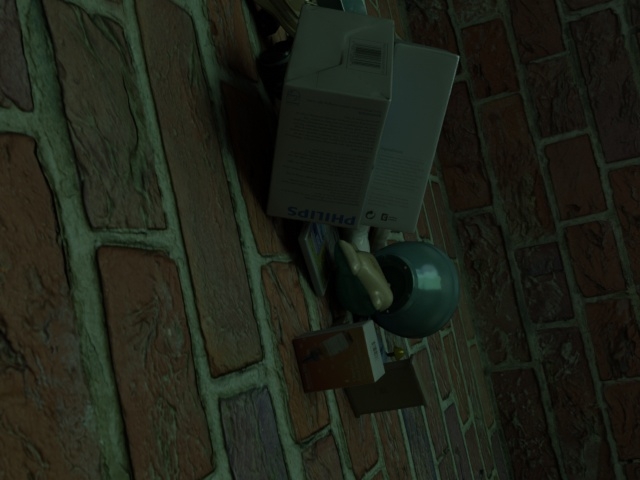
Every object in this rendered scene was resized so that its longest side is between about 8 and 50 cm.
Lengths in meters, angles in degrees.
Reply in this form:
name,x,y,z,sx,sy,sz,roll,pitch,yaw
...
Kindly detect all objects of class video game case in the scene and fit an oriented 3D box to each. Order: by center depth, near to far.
name,x,y,z,sx,sy,sz,roll,pitch,yaw
video game case,0.000,0.000,1.809,0.212,0.023,0.193,74,26,-44

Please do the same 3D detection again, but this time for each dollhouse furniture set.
name,x,y,z,sx,sy,sz,roll,pitch,yaw
dollhouse furniture set,0.177,0.279,1.943,0.303,0.198,0.286,-61,134,-62

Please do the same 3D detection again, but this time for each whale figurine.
name,x,y,z,sx,sy,sz,roll,pitch,yaw
whale figurine,0.086,0.102,1.888,0.272,0.141,0.216,45,19,-59

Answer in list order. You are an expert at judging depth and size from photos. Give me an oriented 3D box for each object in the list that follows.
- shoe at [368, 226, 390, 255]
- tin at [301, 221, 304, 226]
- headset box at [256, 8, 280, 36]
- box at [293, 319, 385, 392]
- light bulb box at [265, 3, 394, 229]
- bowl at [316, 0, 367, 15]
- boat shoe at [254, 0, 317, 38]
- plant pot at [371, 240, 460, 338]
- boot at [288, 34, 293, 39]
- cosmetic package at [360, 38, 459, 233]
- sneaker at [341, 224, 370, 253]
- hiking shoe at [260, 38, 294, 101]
name,x,y,z,sx,sy,sz,roll,pitch,yaw
shoe,0.183,-0.033,2.188,0.076,0.058,0.219,-86,-164,-60
tin,-0.019,-0.076,1.835,0.106,0.040,0.190,-65,151,-57
headset box,-0.136,-0.591,1.926,0.083,0.032,0.062,-71,142,-54
box,0.043,0.263,1.636,0.091,0.170,0.130,-10,86,-71
light bulb box,0.021,-0.282,1.650,0.358,0.225,0.361,-82,-178,-45
bowl,0.031,-0.730,2.270,0.311,0.163,0.311,-14,90,-69
boat shoe,-0.059,-0.597,1.854,0.302,0.098,0.109,40,32,-9
plant pot,0.230,0.135,2.079,0.196,0.293,0.293,14,63,-58
boot,-0.025,-0.498,2.128,0.161,0.083,0.246,-26,101,-57
cosmetic package,0.207,-0.271,1.851,0.230,0.161,0.453,-89,-170,-71
sneaker,0.102,-0.024,2.116,0.292,0.108,0.169,-36,129,-77
hiking shoe,-0.074,-0.466,1.933,0.304,0.113,0.132,-49,133,-56
